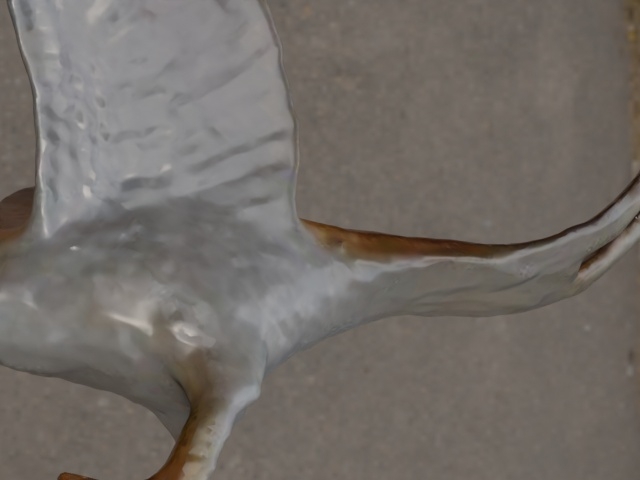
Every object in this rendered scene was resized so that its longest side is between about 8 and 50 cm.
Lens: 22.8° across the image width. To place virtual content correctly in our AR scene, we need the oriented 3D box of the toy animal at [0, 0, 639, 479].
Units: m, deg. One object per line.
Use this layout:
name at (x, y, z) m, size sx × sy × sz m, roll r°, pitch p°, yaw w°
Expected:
toy animal at (-0.008, 0.015, 0.587) m, size 0.225 × 0.284 × 0.302 m, roll 106°, pitch 2°, yaw -47°
